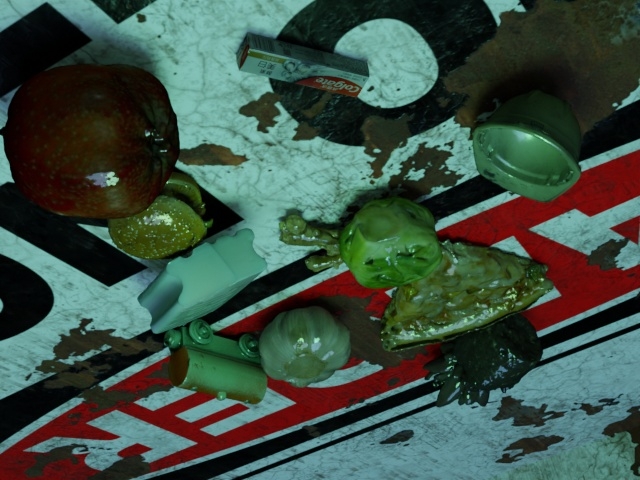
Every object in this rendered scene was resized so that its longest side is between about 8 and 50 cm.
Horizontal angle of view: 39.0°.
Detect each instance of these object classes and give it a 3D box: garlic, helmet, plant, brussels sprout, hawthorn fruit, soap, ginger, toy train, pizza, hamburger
[{"bbox_3d":[-0.034,0.241,2.126,0.228,0.152,0.227,-9,139,-8],"label":"garlic"},{"bbox_3d":[0.390,-0.192,1.640,0.204,0.137,0.257,26,164,9],"label":"helmet"},{"bbox_3d":[0.413,0.322,2.351,0.194,0.181,0.320,6,143,-35],"label":"plant"},{"bbox_3d":[0.139,0.008,1.830,0.223,0.161,0.223,-4,139,-3],"label":"brussels sprout"},{"bbox_3d":[-0.379,-0.162,1.397,0.300,0.254,0.254,12,149,14],"label":"hawthorn fruit"},{"bbox_3d":[-0.237,0.086,1.784,0.173,0.095,0.289,-22,172,-31],"label":"soap"},{"bbox_3d":[0.000,0.000,1.880,0.176,0.052,0.193,-7,149,-9],"label":"ginger"},{"bbox_3d":[-0.243,0.295,2.124,0.116,0.177,0.285,-35,141,31],"label":"toy train"},{"bbox_3d":[0.357,0.132,2.151,0.392,0.080,0.435,-3,147,-12],"label":"pizza"},{"bbox_3d":[-0.305,-0.045,1.667,0.182,0.118,0.191,-21,141,8],"label":"hamburger"}]

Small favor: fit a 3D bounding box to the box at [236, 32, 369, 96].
[{"bbox_3d":[-0.026,-0.282,1.465,0.218,0.039,0.055,9,140,-27],"label":"box"}]
